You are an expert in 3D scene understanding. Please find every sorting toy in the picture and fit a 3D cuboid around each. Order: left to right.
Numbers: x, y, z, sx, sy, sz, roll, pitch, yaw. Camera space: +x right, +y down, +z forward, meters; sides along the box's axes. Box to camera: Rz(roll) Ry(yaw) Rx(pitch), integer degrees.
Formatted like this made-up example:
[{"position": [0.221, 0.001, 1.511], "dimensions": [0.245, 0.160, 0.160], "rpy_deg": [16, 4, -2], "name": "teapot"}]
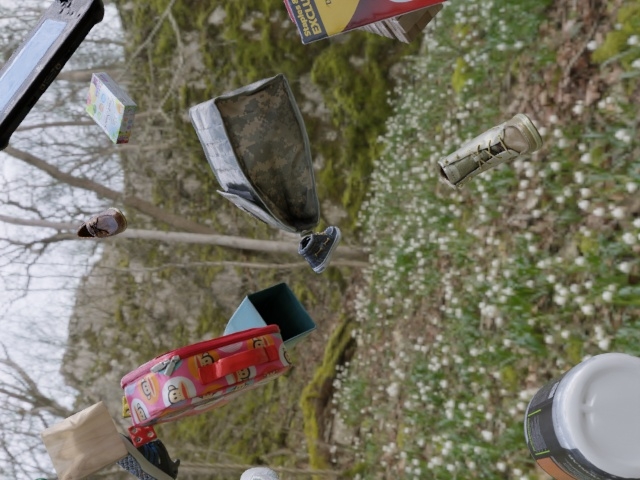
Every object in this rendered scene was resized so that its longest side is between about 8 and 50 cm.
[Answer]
[{"position": [-0.458, 0.406, 1.444], "dimensions": [0.274, 0.132, 0.046], "rpy_deg": [-26, -33, -21], "name": "sorting toy"}]

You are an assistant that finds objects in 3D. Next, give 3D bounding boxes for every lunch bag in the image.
[{"position": [-0.206, 0.253, 1.381], "dimensions": [0.293, 0.258, 0.120], "rpy_deg": [-10, -106, -42], "name": "lunch bag"}, {"position": [-0.113, -0.142, 1.353], "dimensions": [0.169, 0.235, 0.287], "rpy_deg": [-25, -75, -15], "name": "lunch bag"}]

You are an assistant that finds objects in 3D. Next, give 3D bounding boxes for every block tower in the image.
[{"position": [0.086, -0.444, 1.322], "dimensions": [0.097, 0.335, 0.091], "rpy_deg": [-47, -54, 0], "name": "block tower"}]

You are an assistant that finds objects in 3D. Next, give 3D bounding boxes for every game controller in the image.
[{"position": [-0.471, -0.280, 1.184], "dimensions": [0.067, 0.166, 0.319], "rpy_deg": [38, -99, -34], "name": "game controller"}]

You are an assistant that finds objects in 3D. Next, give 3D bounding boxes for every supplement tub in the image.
[{"position": [0.273, 0.185, 0.728], "dimensions": [0.190, 0.117, 0.117], "rpy_deg": [84, -161, -71], "name": "supplement tub"}]

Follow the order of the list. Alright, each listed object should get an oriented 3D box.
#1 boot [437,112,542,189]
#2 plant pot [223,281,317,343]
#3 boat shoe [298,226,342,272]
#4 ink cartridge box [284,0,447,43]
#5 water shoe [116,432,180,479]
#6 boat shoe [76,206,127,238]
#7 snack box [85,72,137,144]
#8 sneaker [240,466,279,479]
[{"position": [0.309, -0.161, 1.355], "dimensions": [0.077, 0.165, 0.213], "rpy_deg": [61, 177, -4], "name": "boot"}, {"position": [-0.166, 0.267, 2.069], "dimensions": [0.165, 0.234, 0.166], "rpy_deg": [-18, -115, -50], "name": "plant pot"}, {"position": [0.000, 0.000, 1.920], "dimensions": [0.083, 0.065, 0.183], "rpy_deg": [47, -147, -18], "name": "boat shoe"}, {"position": [0.001, -0.416, 0.877], "dimensions": [0.130, 0.271, 0.309], "rpy_deg": [-55, -52, -49], "name": "ink cartridge box"}, {"position": [-0.381, 0.456, 1.555], "dimensions": [0.203, 0.073, 0.080], "rpy_deg": [56, -145, -33], "name": "water shoe"}, {"position": [-0.512, -0.031, 1.698], "dimensions": [0.060, 0.178, 0.064], "rpy_deg": [-37, -73, -40], "name": "boat shoe"}, {"position": [-0.469, -0.296, 1.623], "dimensions": [0.037, 0.141, 0.100], "rpy_deg": [-17, -38, -43], "name": "snack box"}, {"position": [-0.094, 0.396, 1.175], "dimensions": [0.061, 0.152, 0.054], "rpy_deg": [34, -108, -29], "name": "sneaker"}]
